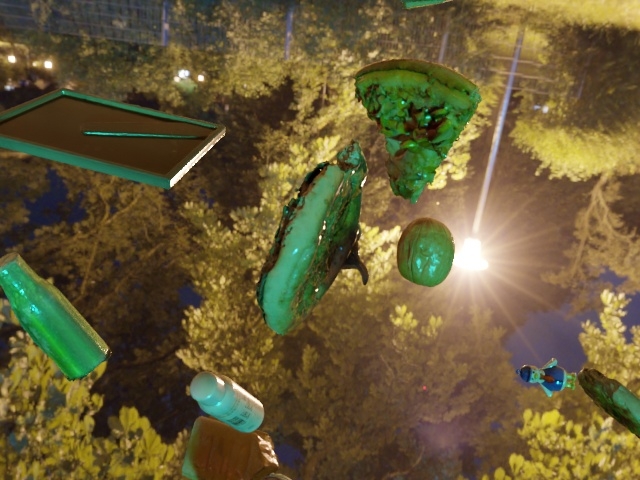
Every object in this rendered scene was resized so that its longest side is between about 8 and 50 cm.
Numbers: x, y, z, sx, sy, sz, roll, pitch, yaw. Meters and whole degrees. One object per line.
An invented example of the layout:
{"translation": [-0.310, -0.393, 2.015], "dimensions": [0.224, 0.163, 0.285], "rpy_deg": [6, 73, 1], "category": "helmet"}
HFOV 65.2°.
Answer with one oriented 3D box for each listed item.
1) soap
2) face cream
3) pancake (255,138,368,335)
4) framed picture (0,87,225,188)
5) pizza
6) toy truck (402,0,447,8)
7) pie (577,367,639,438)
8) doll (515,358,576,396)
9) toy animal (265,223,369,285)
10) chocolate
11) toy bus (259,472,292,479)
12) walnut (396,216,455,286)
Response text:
{"translation": [-0.229, 0.565, 1.303], "dimensions": [0.258, 0.160, 0.080], "rpy_deg": [2, 162, 32], "category": "soap"}
{"translation": [-0.194, 0.337, 1.044], "dimensions": [0.082, 0.269, 0.081], "rpy_deg": [-6, -121, 10], "category": "face cream"}
{"translation": [-0.001, -0.001, 0.902], "dimensions": [0.071, 0.381, 0.382], "rpy_deg": [24, -158, 13], "category": "pancake"}
{"translation": [-0.269, -0.138, 0.633], "dimensions": [0.250, 0.016, 0.184], "rpy_deg": [14, -147, 3], "category": "framed picture"}
{"translation": [0.151, -0.228, 0.969], "dimensions": [0.074, 0.287, 0.251], "rpy_deg": [-25, -119, -39], "category": "pizza"}
{"translation": [0.239, -0.342, 0.481], "dimensions": [0.207, 0.173, 0.388], "rpy_deg": [-26, -157, -23], "category": "toy truck"}
{"translation": [0.280, 0.155, 0.470], "dimensions": [0.020, 0.084, 0.084], "rpy_deg": [-42, -153, -2], "category": "pie"}
{"translation": [0.569, 0.344, 1.268], "dimensions": [0.143, 0.098, 0.058], "rpy_deg": [10, -179, 7], "category": "doll"}
{"translation": [-0.009, 0.021, 1.152], "dimensions": [0.234, 0.121, 0.168], "rpy_deg": [2, -118, -6], "category": "toy animal"}
{"translation": [-0.554, 0.153, 1.019], "dimensions": [0.110, 0.291, 0.110], "rpy_deg": [-15, -148, 10], "category": "chocolate"}
{"translation": [-0.142, 0.668, 1.068], "dimensions": [0.197, 0.294, 0.232], "rpy_deg": [41, -162, 26], "category": "toy bus"}
{"translation": [0.300, 0.032, 1.431], "dimensions": [0.165, 0.196, 0.165], "rpy_deg": [6, -179, 0], "category": "walnut"}
